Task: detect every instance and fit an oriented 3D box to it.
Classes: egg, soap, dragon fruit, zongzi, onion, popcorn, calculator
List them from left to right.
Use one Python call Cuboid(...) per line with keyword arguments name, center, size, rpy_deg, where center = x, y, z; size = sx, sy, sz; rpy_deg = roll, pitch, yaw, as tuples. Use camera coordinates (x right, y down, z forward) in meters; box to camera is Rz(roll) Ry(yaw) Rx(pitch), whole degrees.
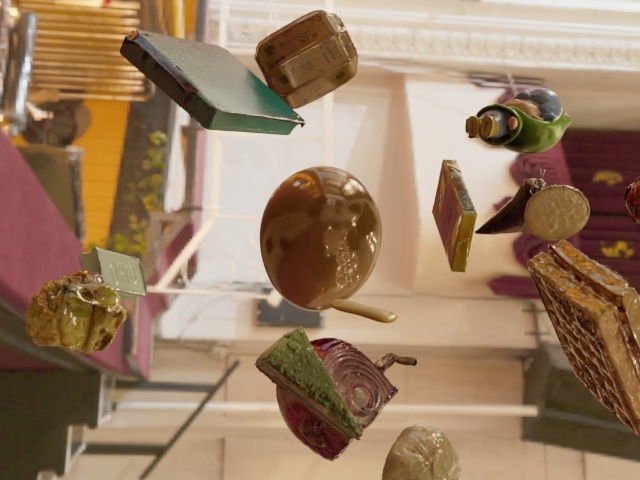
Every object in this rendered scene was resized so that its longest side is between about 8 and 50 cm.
Cuboid(name="popcorn", center=(-0.525, 0.166, 1.855), size=(0.218, 0.189, 0.169), rpy_deg=(-54, 166, -54))
Cuboid(name="soap", center=(-0.535, 0.090, 2.219), size=(0.198, 0.063, 0.114), rpy_deg=(23, 48, -67))
Cuboid(name="calculator", center=(-0.183, -0.263, 1.472), size=(0.274, 0.248, 0.058), rpy_deg=(42, -64, 25))
Cuboid(name="egg", center=(0.000, 0.000, 2.109), size=(0.301, 0.301, 0.374), rpy_deg=(-100, -170, -64))
Cuboid(name="onion", center=(0.018, 0.328, 1.835), size=(0.256, 0.230, 0.272), rpy_deg=(-53, 176, 30))
Cuboid(name="soap", center=(0.055, 0.090, 1.104), size=(0.034, 0.089, 0.012), rpy_deg=(-33, 133, -64))
Cuboid(name="zongzi", center=(0.474, -0.082, 2.132), size=(0.187, 0.184, 0.084), rpy_deg=(73, 10, -53))
Cuboid(name="dragon fruit", center=(0.727, -0.087, 1.836), size=(0.142, 0.130, 0.121), rpy_deg=(-31, -157, 31))

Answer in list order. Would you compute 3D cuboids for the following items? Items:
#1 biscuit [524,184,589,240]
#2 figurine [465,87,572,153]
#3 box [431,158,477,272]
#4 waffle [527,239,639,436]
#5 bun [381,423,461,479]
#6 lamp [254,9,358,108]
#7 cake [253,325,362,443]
Cuboid(name="biscuit", center=(0.541, -0.062, 1.958), size=(0.020, 0.152, 0.152), rpy_deg=(-79, 176, -56))
Cuboid(name="figurine", center=(0.431, -0.257, 1.883), size=(0.162, 0.263, 0.143), rpy_deg=(1, -79, 52))
Cuboid(name="box", center=(0.311, -0.063, 2.007), size=(0.279, 0.041, 0.153), rpy_deg=(-94, -172, -59))
Cuboid(name="waffle", center=(0.569, 0.193, 1.727), size=(0.376, 0.114, 0.261), rpy_deg=(58, -2, -31))
Cuboid(name="bun", center=(0.195, 0.453, 1.624), size=(0.193, 0.128, 0.178), rpy_deg=(-32, 125, -55))
Cuboid(name="lamp", center=(-0.028, -0.355, 1.679), size=(0.161, 0.185, 0.161), rpy_deg=(63, -1, 2))
Cuboid(name="cake", center=(0.000, 0.262, 1.567), size=(0.099, 0.235, 0.100), rpy_deg=(-51, -174, -22))
